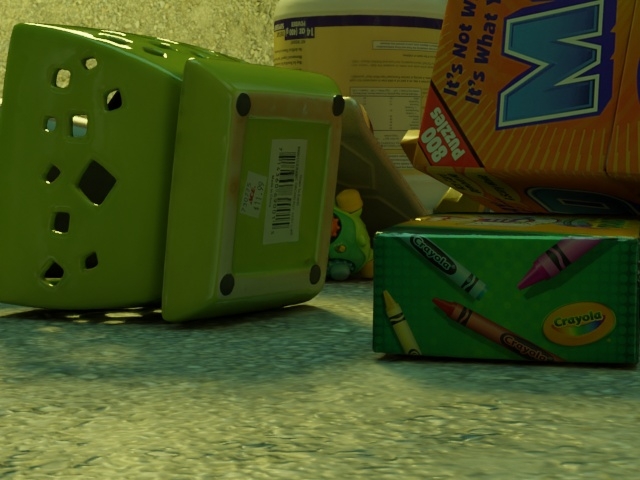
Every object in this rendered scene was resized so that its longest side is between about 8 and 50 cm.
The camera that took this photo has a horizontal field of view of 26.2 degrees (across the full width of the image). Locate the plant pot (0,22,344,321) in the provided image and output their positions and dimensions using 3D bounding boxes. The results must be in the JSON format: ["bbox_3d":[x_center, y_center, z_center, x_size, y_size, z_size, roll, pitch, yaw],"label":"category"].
[{"bbox_3d":[-0.111,-0.049,1.110,0.207,0.228,0.227,9,7,32],"label":"plant pot"}]

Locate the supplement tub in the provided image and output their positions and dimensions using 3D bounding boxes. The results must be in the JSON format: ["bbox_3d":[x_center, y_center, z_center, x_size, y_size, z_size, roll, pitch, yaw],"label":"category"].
[{"bbox_3d":[0.056,-0.160,1.834,0.241,0.331,0.241,0,4,0],"label":"supplement tub"}]

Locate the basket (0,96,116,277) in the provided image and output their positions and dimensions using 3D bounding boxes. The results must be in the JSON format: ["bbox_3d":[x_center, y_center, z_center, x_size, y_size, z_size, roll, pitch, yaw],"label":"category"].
[{"bbox_3d":[-0.222,-0.041,1.325,0.227,0.204,0.154,5,42,-1],"label":"basket"}]

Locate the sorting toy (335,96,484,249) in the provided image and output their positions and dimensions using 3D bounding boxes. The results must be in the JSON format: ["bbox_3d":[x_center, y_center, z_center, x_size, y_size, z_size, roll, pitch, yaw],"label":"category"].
[{"bbox_3d":[0.048,-0.058,1.386,0.307,0.229,0.041,4,49,42],"label":"sorting toy"}]

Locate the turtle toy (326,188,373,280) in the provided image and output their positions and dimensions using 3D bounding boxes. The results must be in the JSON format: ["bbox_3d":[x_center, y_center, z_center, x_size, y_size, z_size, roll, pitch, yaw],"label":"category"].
[{"bbox_3d":[0.000,0.000,1.379,0.066,0.095,0.130,-30,20,-33],"label":"turtle toy"}]

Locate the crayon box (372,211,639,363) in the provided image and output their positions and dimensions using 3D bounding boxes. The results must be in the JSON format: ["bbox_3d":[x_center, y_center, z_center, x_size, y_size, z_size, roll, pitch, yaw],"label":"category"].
[{"bbox_3d":[0.143,0.026,0.970,0.165,0.081,0.278,1,4,13],"label":"crayon box"}]

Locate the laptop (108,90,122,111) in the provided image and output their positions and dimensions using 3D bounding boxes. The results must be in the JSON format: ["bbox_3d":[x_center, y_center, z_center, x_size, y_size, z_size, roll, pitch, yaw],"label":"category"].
[{"bbox_3d":[-0.323,-0.074,1.575,0.264,0.136,0.234,-5,-9,6],"label":"laptop"}]

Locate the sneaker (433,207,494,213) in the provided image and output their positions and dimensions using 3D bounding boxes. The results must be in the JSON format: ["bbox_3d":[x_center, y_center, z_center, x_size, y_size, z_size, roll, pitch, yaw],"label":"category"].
[{"bbox_3d":[0.226,-0.060,2.018,0.115,0.105,0.281,3,6,35],"label":"sneaker"}]

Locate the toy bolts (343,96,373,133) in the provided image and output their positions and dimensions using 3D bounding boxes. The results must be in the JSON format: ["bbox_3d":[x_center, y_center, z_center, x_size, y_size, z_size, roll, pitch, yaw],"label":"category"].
[{"bbox_3d":[-0.057,-0.086,1.632,0.228,0.218,0.158,-5,-21,29],"label":"toy bolts"}]

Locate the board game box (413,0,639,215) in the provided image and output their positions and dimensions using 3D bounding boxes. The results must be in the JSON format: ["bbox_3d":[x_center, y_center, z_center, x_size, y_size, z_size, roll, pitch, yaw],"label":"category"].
[{"bbox_3d":[0.351,-0.170,1.158,0.356,0.356,0.356,4,-13,41],"label":"board game box"}]
